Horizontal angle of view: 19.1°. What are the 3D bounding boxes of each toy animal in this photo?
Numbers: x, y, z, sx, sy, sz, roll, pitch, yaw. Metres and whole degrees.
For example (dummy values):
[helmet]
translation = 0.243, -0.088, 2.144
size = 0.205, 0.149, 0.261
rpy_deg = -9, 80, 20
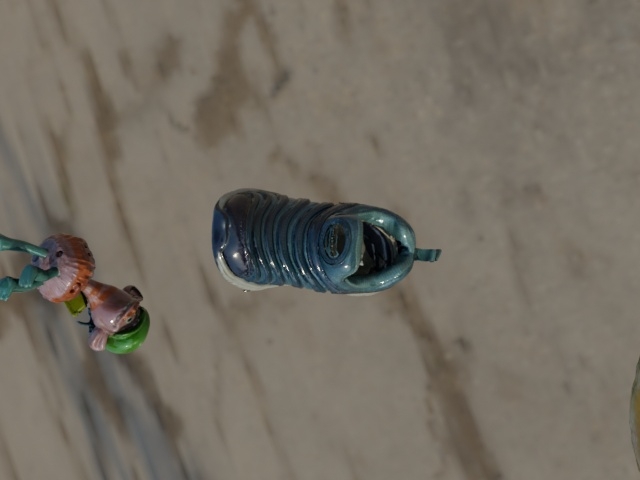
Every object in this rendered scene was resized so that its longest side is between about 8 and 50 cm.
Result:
[toy animal]
translation = -0.264, 0.050, 1.973
size = 0.103, 0.208, 0.100
rpy_deg = 7, 76, 35

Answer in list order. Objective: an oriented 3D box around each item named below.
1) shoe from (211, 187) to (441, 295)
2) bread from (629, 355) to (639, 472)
[shoe]
translation = 0.000, 0.000, 1.640
size = 0.106, 0.207, 0.091
rpy_deg = -13, 73, 57
[bread]
translation = 0.396, 0.140, 1.274
size = 0.215, 0.398, 0.398
rpy_deg = -50, -56, -76
